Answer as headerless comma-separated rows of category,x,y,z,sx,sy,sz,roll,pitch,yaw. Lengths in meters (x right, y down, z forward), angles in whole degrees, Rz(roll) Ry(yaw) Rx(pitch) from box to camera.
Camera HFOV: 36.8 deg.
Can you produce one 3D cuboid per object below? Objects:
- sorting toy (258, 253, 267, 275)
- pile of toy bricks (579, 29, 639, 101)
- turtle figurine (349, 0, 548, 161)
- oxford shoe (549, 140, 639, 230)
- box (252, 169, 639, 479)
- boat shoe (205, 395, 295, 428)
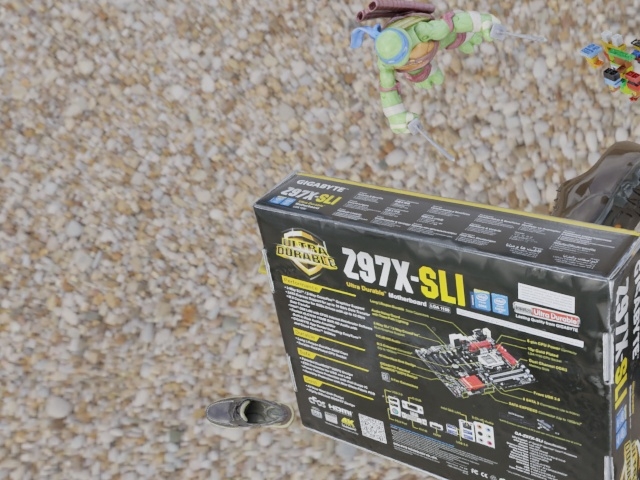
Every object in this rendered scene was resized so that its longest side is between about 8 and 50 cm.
sorting toy,0.000,0.000,1.649,0.132,0.274,0.046,37,129,10
pile of toy bricks,0.603,-0.324,1.893,0.118,0.105,0.212,-33,35,-7
turtle figurine,0.184,-0.244,1.413,0.275,0.266,0.197,16,110,13
oxford shoe,0.294,-0.014,1.084,0.227,0.083,0.096,-50,44,9
box,0.107,0.089,0.814,0.322,0.079,0.257,12,125,35
boat shoe,-0.119,0.276,1.557,0.152,0.049,0.056,-4,69,16
